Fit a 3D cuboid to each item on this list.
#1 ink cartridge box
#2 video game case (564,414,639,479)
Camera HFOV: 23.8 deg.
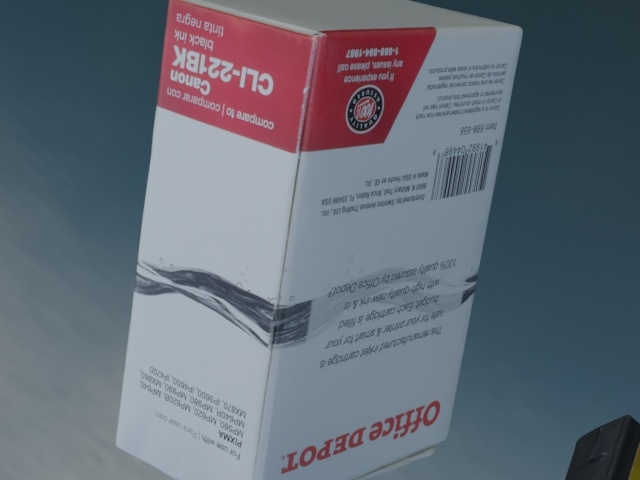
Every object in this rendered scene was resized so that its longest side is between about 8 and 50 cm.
[{"bbox_3d":[0.000,0.000,0.887,0.114,0.197,0.273,20,109,36],"label":"ink cartridge box"},{"bbox_3d":[0.162,0.236,0.526,0.275,0.248,0.035,43,133,-12],"label":"video game case"}]
